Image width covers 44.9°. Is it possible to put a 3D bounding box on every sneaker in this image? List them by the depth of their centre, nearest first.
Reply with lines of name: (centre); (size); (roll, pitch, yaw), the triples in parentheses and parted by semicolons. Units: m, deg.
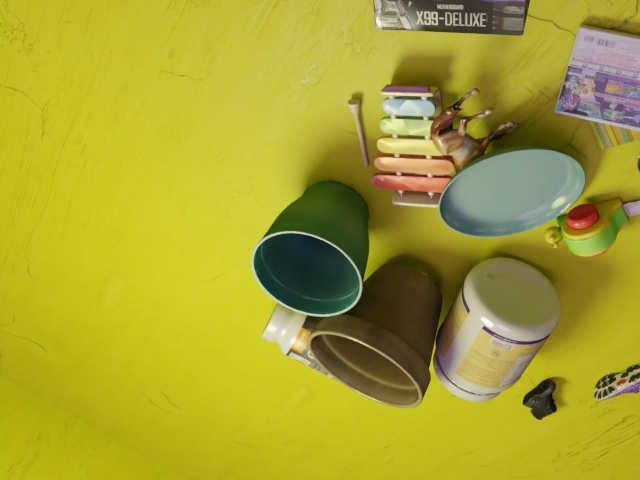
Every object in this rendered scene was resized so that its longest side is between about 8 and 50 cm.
sneaker: (0.805, 0.391, 2.056); (0.071, 0.068, 0.170); (37, 134, -21)
sneaker: (0.639, 0.454, 2.194); (0.089, 0.051, 0.170); (29, 140, -5)

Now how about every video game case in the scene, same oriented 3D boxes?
video game case: (0.578, -0.311, 1.502); (0.201, 0.023, 0.183); (15, 127, 12)

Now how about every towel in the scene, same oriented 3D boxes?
towel: (0.663, -0.253, 1.547); (0.237, 0.021, 0.102); (-15, 129, 31)

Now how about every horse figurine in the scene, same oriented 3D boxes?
horse figurine: (0.306, -0.216, 1.616); (0.174, 0.066, 0.263); (-39, 141, 25)

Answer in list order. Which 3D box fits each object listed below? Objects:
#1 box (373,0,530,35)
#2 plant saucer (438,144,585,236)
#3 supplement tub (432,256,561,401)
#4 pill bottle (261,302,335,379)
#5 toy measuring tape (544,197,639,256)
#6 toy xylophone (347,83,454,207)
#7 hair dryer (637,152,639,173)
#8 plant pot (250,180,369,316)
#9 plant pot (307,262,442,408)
box: (0.241, -0.463, 1.318); (0.242, 0.307, 0.077); (7, 137, 17)
plant saucer: (0.411, -0.111, 1.689); (0.317, 0.044, 0.318); (-5, 147, -3)
supplement tub: (0.427, 0.230, 1.934); (0.241, 0.241, 0.331); (21, 136, 3)
pill bottle: (-0.018, 0.280, 2.222); (0.278, 0.162, 0.162); (27, 135, -3)
toy measuring tape: (0.649, -0.034, 1.689); (0.330, 0.121, 0.121); (-15, 124, 32)
toy xylophone: (0.182, -0.217, 1.732); (0.236, 0.081, 0.323); (-1, 130, 24)
hair dryer: (0.789, -0.180, 1.500); (0.223, 0.080, 0.293); (31, 127, -4)
plant pot: (0.000, 0.000, 1.886); (0.271, 0.255, 0.272); (11, 134, 12)
plant pot: (0.172, 0.224, 1.977); (0.323, 0.280, 0.323); (25, 151, 15)
